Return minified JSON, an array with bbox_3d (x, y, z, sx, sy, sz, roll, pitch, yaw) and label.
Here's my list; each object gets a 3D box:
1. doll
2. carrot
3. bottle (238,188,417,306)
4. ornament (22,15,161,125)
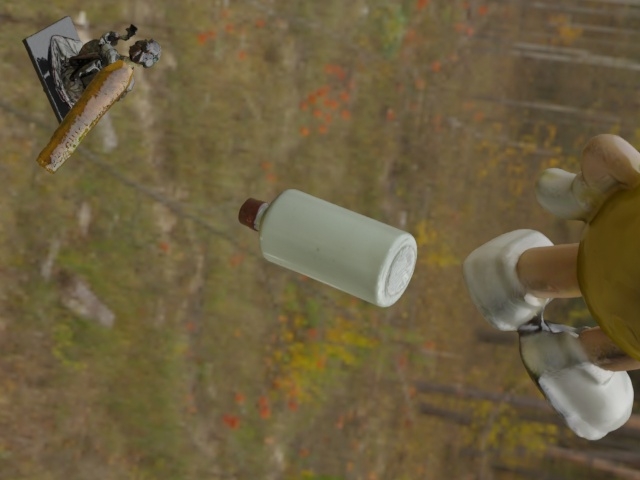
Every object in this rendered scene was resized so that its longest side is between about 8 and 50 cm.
[{"bbox_3d":[0.296,0.052,1.050,0.161,0.423,0.348,-54,133,-30],"label":"doll"},{"bbox_3d":[-0.287,-0.150,1.596,0.171,0.042,0.042,-56,158,-19],"label":"carrot"},{"bbox_3d":[0.000,0.000,1.736,0.104,0.245,0.104,-44,145,-42],"label":"bottle"},{"bbox_3d":[-0.328,-0.285,2.079,0.166,0.196,0.153,69,26,-17],"label":"ornament"}]
